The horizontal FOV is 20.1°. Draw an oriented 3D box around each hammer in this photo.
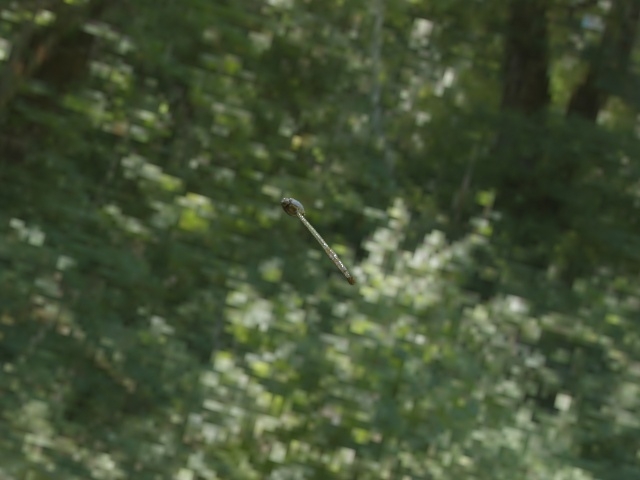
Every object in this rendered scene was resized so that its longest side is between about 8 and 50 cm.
[{"bbox_3d":[0.000,0.000,1.475,0.029,0.014,0.123,33,11,-40],"label":"hammer"}]
